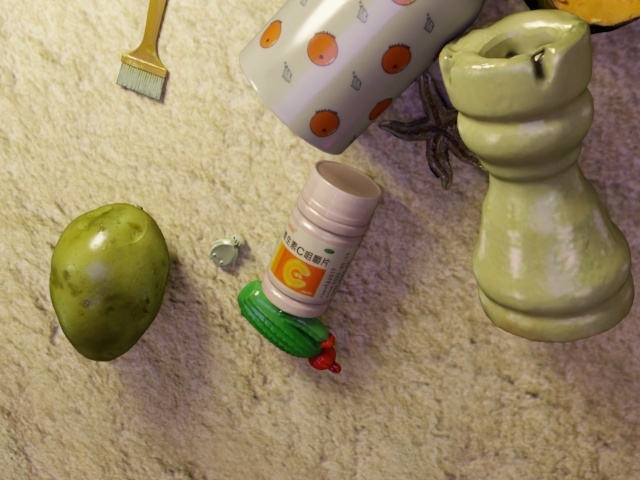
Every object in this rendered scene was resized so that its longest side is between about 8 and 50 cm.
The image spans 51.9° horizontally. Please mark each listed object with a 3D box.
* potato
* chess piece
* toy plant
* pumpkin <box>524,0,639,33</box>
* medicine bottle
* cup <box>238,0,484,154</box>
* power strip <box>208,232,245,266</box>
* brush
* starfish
[{"bbox_3d":[-0.382,0.075,1.187,0.216,0.216,0.304,25,126,-1],"label":"potato"},{"bbox_3d":[0.300,-0.083,0.931,0.234,0.234,0.442,-13,123,16],"label":"chess piece"},{"bbox_3d":[-0.049,0.162,1.218,0.240,0.088,0.154,33,150,2],"label":"toy plant"},{"bbox_3d":[0.309,-0.413,0.867,0.222,0.139,0.317,-35,107,15],"label":"pumpkin"},{"bbox_3d":[0.000,0.000,1.124,0.133,0.133,0.249,26,116,-2],"label":"medicine bottle"},{"bbox_3d":[0.067,-0.303,0.929,0.212,0.212,0.317,44,114,-10],"label":"cup"},{"bbox_3d":[-0.174,0.020,1.219,0.083,0.035,0.055,-38,103,26],"label":"power strip"},{"bbox_3d":[-0.282,-0.341,1.090,0.083,0.011,0.205,21,115,2],"label":"brush"},{"bbox_3d":[0.205,-0.187,1.042,0.176,0.053,0.208,-37,106,22],"label":"starfish"}]
